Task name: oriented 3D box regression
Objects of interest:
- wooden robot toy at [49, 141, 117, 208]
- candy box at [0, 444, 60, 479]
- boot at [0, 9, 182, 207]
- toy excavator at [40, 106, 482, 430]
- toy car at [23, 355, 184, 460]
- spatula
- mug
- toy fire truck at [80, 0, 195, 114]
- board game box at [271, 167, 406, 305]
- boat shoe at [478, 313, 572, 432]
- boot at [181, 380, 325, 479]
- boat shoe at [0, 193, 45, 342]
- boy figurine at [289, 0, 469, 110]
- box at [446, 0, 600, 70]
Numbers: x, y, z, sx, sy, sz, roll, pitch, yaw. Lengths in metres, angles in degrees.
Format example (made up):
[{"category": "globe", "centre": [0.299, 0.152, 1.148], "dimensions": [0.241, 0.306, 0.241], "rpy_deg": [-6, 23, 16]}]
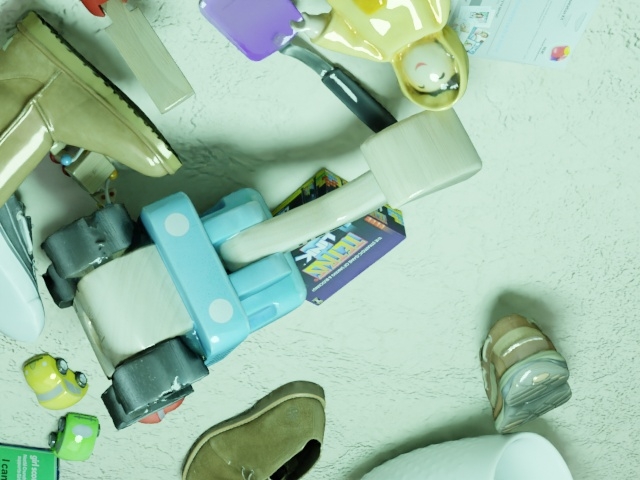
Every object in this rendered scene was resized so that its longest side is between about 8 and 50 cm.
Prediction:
[{"category": "wooden robot toy", "centre": [-0.264, -0.105, 1.503], "dimensions": [0.079, 0.076, 0.173], "rpy_deg": [-46, 137, -11]}, {"category": "candy box", "centre": [-0.578, 0.414, 1.980], "dimensions": [0.317, 0.122, 0.268], "rpy_deg": [9, 136, -21]}, {"category": "boot", "centre": [-0.316, -0.072, 1.386], "dimensions": [0.236, 0.089, 0.269], "rpy_deg": [44, 93, -5]}, {"category": "toy excavator", "centre": [-0.073, 0.006, 1.513], "dimensions": [0.445, 0.222, 0.433], "rpy_deg": [-26, 174, -18]}, {"category": "toy car", "centre": [-0.335, 0.263, 1.899], "dimensions": [0.239, 0.053, 0.225], "rpy_deg": [14, 134, -23]}, {"category": "spatula", "centre": [-0.005, -0.193, 1.452], "dimensions": [0.084, 0.030, 0.296], "rpy_deg": [-35, 132, 24]}, {"category": "mug", "centre": [0.226, 0.448, 2.064], "dimensions": [0.328, 0.276, 0.374], "rpy_deg": [-15, 173, 37]}, {"category": "toy fire truck", "centre": [-0.161, -0.263, 1.274], "dimensions": [0.217, 0.158, 0.246], "rpy_deg": [-17, 150, 9]}, {"category": "board game box", "centre": [0.000, 0.000, 1.661], "dimensions": [0.141, 0.048, 0.170], "rpy_deg": [28, 128, -33]}, {"category": "boat shoe", "centre": [0.287, 0.187, 1.875], "dimensions": [0.123, 0.116, 0.324], "rpy_deg": [-23, 158, -7]}, {"category": "boot", "centre": [-0.106, 0.333, 1.974], "dimensions": [0.112, 0.115, 0.305], "rpy_deg": [24, 131, -34]}, {"category": "boat shoe", "centre": [-0.384, -0.006, 1.547], "dimensions": [0.108, 0.102, 0.301], "rpy_deg": [8, 137, 27]}, {"category": "boy figurine", "centre": [0.055, -0.243, 1.330], "dimensions": [0.177, 0.092, 0.285], "rpy_deg": [-26, 123, 20]}, {"category": "box", "centre": [0.201, -0.258, 1.408], "dimensions": [0.186, 0.038, 0.145], "rpy_deg": [6, 138, -14]}]
